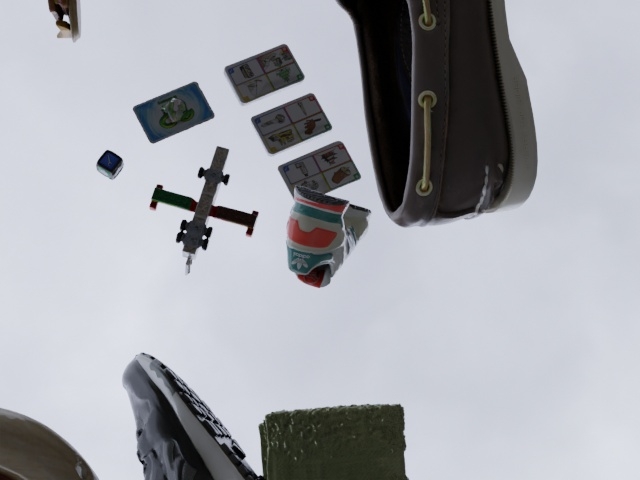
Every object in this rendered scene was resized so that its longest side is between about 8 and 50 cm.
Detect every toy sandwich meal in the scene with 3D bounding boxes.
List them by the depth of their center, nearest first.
[{"bbox_3d":[-0.264,-0.243,1.357,0.029,0.085,0.086,-2,-108,-7],"label":"toy sandwich meal"}]

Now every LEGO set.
[{"bbox_3d":[-0.105,-0.084,1.396,0.244,0.060,0.182,-25,-108,-14],"label":"LEGO set"}]

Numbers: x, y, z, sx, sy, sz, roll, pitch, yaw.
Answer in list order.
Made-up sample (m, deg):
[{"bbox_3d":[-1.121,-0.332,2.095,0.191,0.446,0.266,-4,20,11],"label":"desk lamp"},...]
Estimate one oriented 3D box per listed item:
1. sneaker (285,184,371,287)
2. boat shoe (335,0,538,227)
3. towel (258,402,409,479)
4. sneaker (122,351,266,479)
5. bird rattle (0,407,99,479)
[{"bbox_3d":[0.000,0.000,1.094,0.057,0.161,0.075,18,-90,10],"label":"sneaker"},{"bbox_3d":[0.059,-0.170,0.884,0.096,0.116,0.324,-13,-87,-25],"label":"boat shoe"},{"bbox_3d":[0.012,0.199,1.164,0.027,0.148,0.110,16,-114,-60],"label":"towel"},{"bbox_3d":[-0.120,0.209,1.095,0.124,0.283,0.107,-40,-43,-4],"label":"sneaker"},{"bbox_3d":[-0.229,0.178,0.803,0.253,0.207,0.143,56,-169,-8],"label":"bird rattle"}]
